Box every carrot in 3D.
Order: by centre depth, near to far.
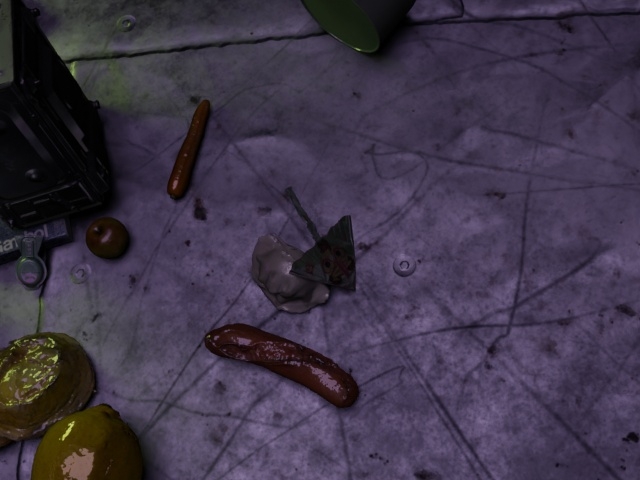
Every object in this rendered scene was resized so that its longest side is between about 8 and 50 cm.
[{"bbox_3d":[-0.288,-0.204,1.921,0.043,0.043,0.247,11,70,13],"label":"carrot"}]

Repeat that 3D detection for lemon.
[{"bbox_3d":[-0.435,0.432,1.628,0.204,0.204,0.260,7,69,12],"label":"lemon"}]

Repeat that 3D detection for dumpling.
[{"bbox_3d":[-0.071,0.076,1.757,0.188,0.108,0.127,40,104,3],"label":"dumpling"}]

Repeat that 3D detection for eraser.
[{"bbox_3d":[-0.651,-0.014,1.905,0.213,0.046,0.091,-18,68,3],"label":"eraser"}]

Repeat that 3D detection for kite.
[{"bbox_3d":[-0.001,0.000,1.748,0.250,0.012,0.229,55,46,-5],"label":"kite"}]

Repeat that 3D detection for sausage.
[{"bbox_3d":[-0.075,0.234,1.706,0.327,0.079,0.087,21,60,15],"label":"sausage"}]

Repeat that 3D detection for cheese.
[{"bbox_3d":[-0.621,0.048,1.865,0.067,0.026,0.120,0,100,-7],"label":"cheese"}]

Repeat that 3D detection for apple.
[{"bbox_3d":[-0.455,-0.006,1.856,0.090,0.074,0.089,-4,68,10],"label":"apple"}]

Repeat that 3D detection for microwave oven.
[{"bbox_3d":[-0.619,-0.272,1.784,0.247,0.394,0.333,-18,56,3],"label":"microwave oven"}]

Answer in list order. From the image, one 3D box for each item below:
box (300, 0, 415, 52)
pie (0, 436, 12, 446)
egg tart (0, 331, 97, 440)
[{"bbox_3d":[0.081,-0.537,1.881,0.226,0.226,0.149,35,79,19],"label":"box"},{"bbox_3d":[-0.690,0.392,1.751,0.170,0.034,0.092,3,42,1],"label":"pie"},{"bbox_3d":[-0.581,0.282,1.751,0.252,0.098,0.231,-2,62,1],"label":"egg tart"}]
